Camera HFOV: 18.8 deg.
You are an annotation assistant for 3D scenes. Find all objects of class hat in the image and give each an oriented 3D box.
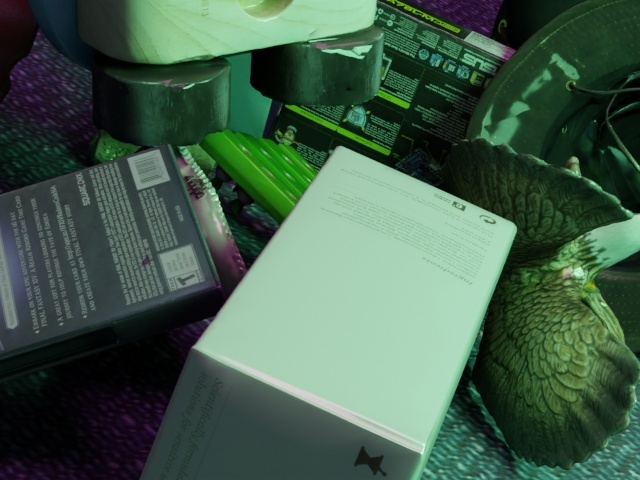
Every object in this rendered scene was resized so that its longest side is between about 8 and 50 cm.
[{"bbox_3d":[0.277,-0.063,1.748,0.331,0.331,0.134,21,-2,-3],"label":"hat"}]

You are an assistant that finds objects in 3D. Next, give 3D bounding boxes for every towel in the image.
[{"bbox_3d":[-0.143,-0.084,1.714,0.110,0.027,0.148,21,24,-4],"label":"towel"}]

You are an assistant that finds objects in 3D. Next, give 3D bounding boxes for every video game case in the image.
[{"bbox_3d":[-0.211,0.028,1.274,0.274,0.026,0.196,-18,34,-5],"label":"video game case"}]

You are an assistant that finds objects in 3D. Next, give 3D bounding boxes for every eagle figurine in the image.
[{"bbox_3d":[0.175,0.023,1.518,0.226,0.225,0.298,36,19,5],"label":"eagle figurine"}]

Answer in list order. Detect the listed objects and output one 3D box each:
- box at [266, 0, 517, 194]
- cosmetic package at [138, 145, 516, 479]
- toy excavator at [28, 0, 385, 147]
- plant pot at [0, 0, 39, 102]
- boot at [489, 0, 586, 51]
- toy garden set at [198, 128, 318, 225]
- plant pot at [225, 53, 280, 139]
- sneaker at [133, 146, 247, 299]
[{"bbox_3d":[0.064,-0.125,1.776,0.191,0.184,0.045,25,26,9],"label":"box"},{"bbox_3d":[0.006,0.101,1.267,0.155,0.197,0.365,25,24,5],"label":"cosmetic package"},{"bbox_3d":[-0.087,-0.283,1.636,0.433,0.222,0.445,-14,30,-30],"label":"toy excavator"},{"bbox_3d":[-0.374,-0.227,1.570,0.265,0.272,0.272,18,24,-28],"label":"plant pot"},{"bbox_3d":[0.296,-0.230,1.982,0.138,0.284,0.377,-4,21,-26],"label":"boot"},{"bbox_3d":[0.000,0.000,1.590,0.204,0.049,0.244,45,9,11],"label":"toy garden set"},{"bbox_3d":[-0.122,-0.223,1.864,0.234,0.165,0.165,19,24,10],"label":"plant pot"},{"bbox_3d":[-0.148,0.001,1.452,0.146,0.102,0.293,-25,14,-6],"label":"sneaker"}]
